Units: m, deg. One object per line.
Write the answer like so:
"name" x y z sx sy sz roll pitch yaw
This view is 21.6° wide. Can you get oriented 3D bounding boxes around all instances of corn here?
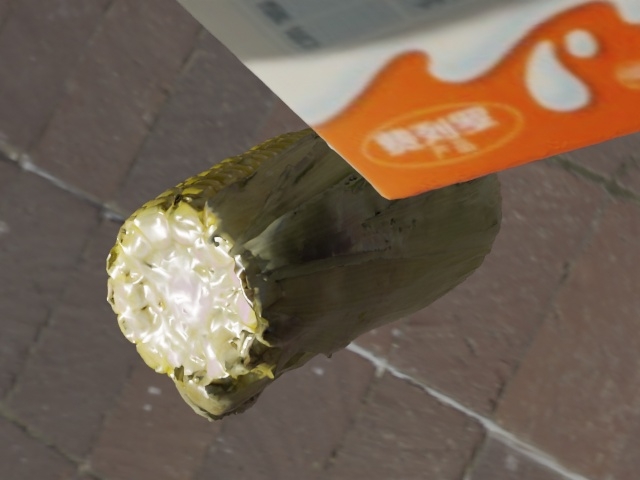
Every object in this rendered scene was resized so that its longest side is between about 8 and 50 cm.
"corn" 0.004 0.002 0.859 0.123 0.305 0.122 -17 95 29

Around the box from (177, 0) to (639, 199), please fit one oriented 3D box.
"box" 0.038 -0.122 0.221 0.273 0.265 0.048 -14 48 39
